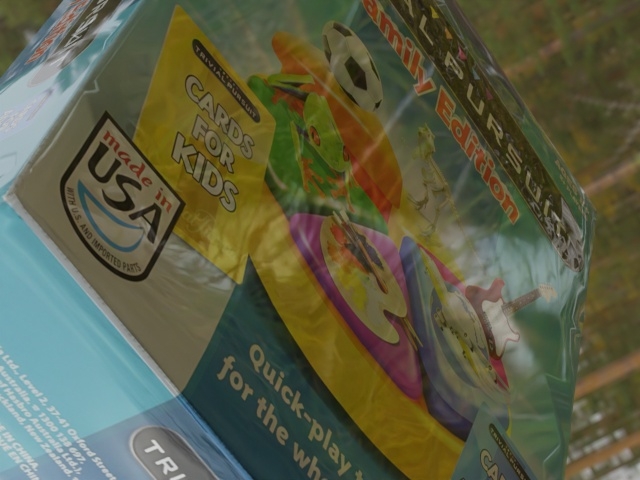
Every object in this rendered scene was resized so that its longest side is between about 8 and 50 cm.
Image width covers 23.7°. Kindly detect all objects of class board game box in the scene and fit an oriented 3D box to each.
[{"bbox_3d":[0.000,0.000,0.575,0.254,0.079,0.336,53,-149,-22],"label":"board game box"}]
